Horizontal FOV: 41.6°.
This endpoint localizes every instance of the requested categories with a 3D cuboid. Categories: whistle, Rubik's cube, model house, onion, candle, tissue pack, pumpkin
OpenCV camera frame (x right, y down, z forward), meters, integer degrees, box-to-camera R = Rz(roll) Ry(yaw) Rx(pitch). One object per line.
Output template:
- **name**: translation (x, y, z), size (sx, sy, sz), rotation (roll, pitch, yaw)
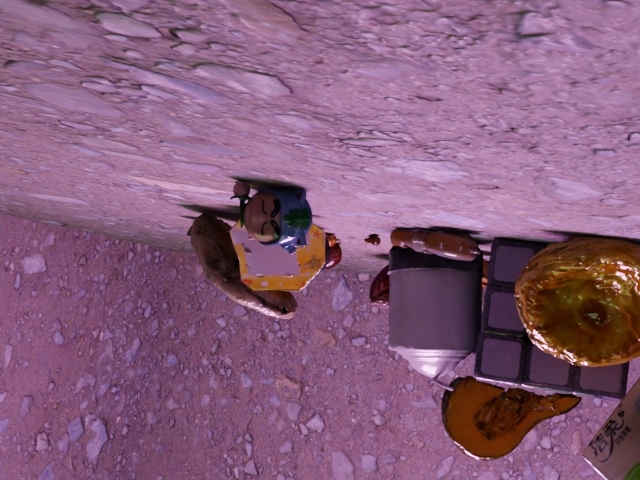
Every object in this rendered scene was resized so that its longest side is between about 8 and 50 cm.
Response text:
- **whistle**: translation (0.239, 0.004, 1.749), size (0.220, 0.057, 0.107), rotation (10, 178, 44)
- **Rubik's cube**: translation (0.506, 0.173, 1.808), size (0.304, 0.305, 0.301), rotation (6, 175, 16)
- **model house**: translation (-0.078, -0.004, 1.901), size (0.219, 0.207, 0.136), rotation (-3, -151, 13)
- **onion**: translation (0.261, 0.132, 2.634), size (0.267, 0.159, 0.349), rotation (-8, 170, 28)
- **candle**: translation (0.255, 0.157, 1.890), size (0.221, 0.342, 0.221), rotation (3, 173, 0)
- **tissue pack**: translation (0.732, 0.339, 1.624), size (0.332, 0.405, 0.205), rotation (32, -173, -46)
- **pumpkin**: translation (0.396, 0.348, 1.831), size (0.280, 0.190, 0.139), rotation (-35, 169, 4)

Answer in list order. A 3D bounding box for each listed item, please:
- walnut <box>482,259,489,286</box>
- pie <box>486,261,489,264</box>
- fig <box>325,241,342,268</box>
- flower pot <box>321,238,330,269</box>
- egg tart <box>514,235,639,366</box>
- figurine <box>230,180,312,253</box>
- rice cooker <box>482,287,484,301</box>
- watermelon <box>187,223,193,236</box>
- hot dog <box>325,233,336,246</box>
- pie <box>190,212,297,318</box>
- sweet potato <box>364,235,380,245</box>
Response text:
- **walnut**: translation (0.343, 0.067, 2.117), size (0.211, 0.087, 0.167), rotation (8, 169, -28)
- **pie**: translation (0.516, 0.085, 2.378), size (0.154, 0.036, 0.154), rotation (7, 175, 1)
- **fig**: translation (0.021, 0.027, 2.344), size (0.089, 0.089, 0.125), rotation (7, -162, 10)
- **flower pot**: translation (-0.048, 0.031, 2.053), size (0.157, 0.157, 0.107), rotation (5, -174, 29)
- **egg tart**: translation (0.510, 0.103, 1.570), size (0.295, 0.295, 0.116), rotation (7, -153, 9)
- **figurine**: translation (-0.100, -0.045, 1.455), size (0.144, 0.114, 0.178), rotation (12, -178, -29)
- **rice cooker**: translation (0.335, 0.140, 2.308), size (0.226, 0.226, 0.244), rotation (6, 177, 22)
- **watermelon**: translation (-0.305, -0.024, 2.271), size (0.105, 0.062, 0.105), rotation (13, -179, 0)
- **hot dog**: translation (0.000, 0.002, 2.215), size (0.062, 0.038, 0.144), rotation (9, 176, -17)
- **pie**: translation (-0.191, 0.072, 2.055), size (0.339, 0.077, 0.339), rotation (42, -169, -10)
- **sweet potato**: translation (0.130, 0.000, 2.063), size (0.026, 0.026, 0.115), rotation (9, -179, -8)
